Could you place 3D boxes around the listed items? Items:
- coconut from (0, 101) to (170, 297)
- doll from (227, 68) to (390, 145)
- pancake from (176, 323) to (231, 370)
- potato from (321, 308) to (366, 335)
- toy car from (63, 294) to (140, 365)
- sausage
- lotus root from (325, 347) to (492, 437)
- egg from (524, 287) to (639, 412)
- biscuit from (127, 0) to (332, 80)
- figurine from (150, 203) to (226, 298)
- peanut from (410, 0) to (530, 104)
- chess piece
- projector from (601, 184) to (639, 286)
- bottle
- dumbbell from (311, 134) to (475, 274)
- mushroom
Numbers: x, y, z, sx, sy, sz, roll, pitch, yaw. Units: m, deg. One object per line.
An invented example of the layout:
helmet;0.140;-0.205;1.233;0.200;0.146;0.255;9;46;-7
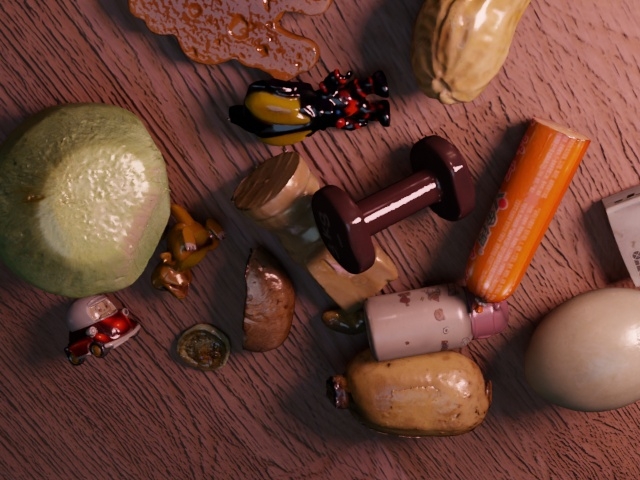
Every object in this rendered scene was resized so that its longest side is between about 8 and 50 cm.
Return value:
coconut;-0.372;-0.065;1.198;0.281;0.328;0.328;-4;120;-24
doll;-0.020;-0.199;1.178;0.249;0.088;0.127;-2;117;5
pancake;-0.216;0.198;1.446;0.108;0.017;0.108;2;120;4
potato;0.047;0.143;1.365;0.092;0.045;0.046;2;90;3
toy car;-0.412;0.153;1.411;0.139;0.112;0.112;-23;97;28
sausage;0.298;-0.028;1.188;0.093;0.093;0.312;21;108;-3
lotus root;0.151;0.261;1.356;0.284;0.146;0.160;-1;97;1
egg;0.444;0.174;1.242;0.253;0.186;0.186;-31;108;18
biscuit;-0.135;-0.343;1.147;0.295;0.044;0.186;16;115;-2
figurine;-0.250;0.016;1.328;0.122;0.121;0.176;45;128;17
peanut;0.214;-0.327;1.046;0.147;0.147;0.305;24;116;-4
chess piece;0.000;0.000;1.270;0.137;0.137;0.301;-29;122;20
projector;0.513;-0.016;1.207;0.115;0.061;0.147;-21;112;19
bottle;0.192;0.129;1.293;0.233;0.110;0.109;-10;115;-1
dumbbell;0.108;-0.054;1.160;0.225;0.124;0.140;-26;116;-16
mushroom;-0.092;0.115;1.356;0.094;0.072;0.209;7;117;-6
